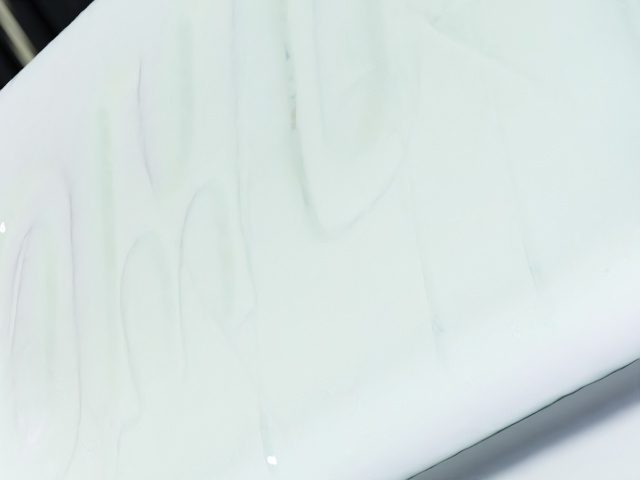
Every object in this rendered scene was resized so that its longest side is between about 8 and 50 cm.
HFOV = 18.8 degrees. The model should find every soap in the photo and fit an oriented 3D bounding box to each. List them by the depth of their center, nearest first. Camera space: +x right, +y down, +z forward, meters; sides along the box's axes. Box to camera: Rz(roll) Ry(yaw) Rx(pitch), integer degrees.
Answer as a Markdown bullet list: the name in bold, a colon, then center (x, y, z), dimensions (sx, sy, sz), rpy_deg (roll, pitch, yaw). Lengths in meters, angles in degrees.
- **soap**: center (0.000, 0.000, 0.471), dimensions (0.289, 0.095, 0.172), rpy_deg (-34, 51, 42)
